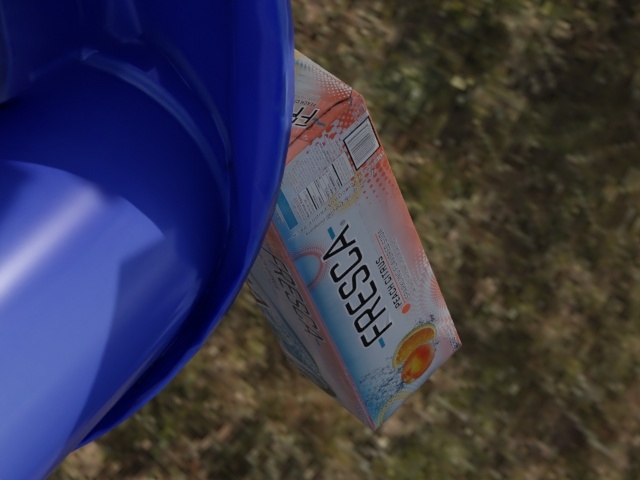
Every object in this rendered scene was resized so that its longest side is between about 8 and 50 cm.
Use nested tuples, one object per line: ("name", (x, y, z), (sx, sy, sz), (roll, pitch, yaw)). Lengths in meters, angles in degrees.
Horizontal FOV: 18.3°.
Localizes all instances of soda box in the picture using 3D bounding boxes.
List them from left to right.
("soda box", (0.000, 0.000, 0.814), (0.058, 0.063, 0.183), (-42, 143, -14))

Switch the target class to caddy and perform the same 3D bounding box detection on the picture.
("caddy", (-0.177, -0.040, 0.413), (0.179, 0.341, 0.241), (-54, 143, -58))
